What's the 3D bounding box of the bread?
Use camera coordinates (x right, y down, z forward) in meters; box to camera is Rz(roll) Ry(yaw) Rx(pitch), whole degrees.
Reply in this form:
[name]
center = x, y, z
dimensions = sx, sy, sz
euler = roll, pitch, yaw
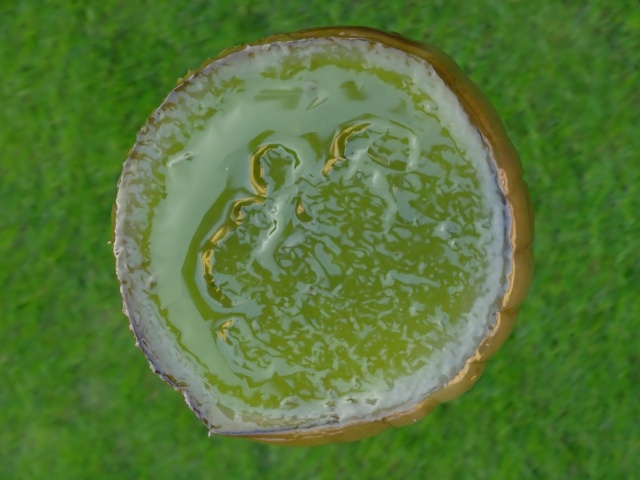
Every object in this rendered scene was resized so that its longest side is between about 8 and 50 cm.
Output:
[bread]
center = 0.000, 0.000, 1.038
dimensions = 0.236, 0.070, 0.236
euler = 1, 96, 12
